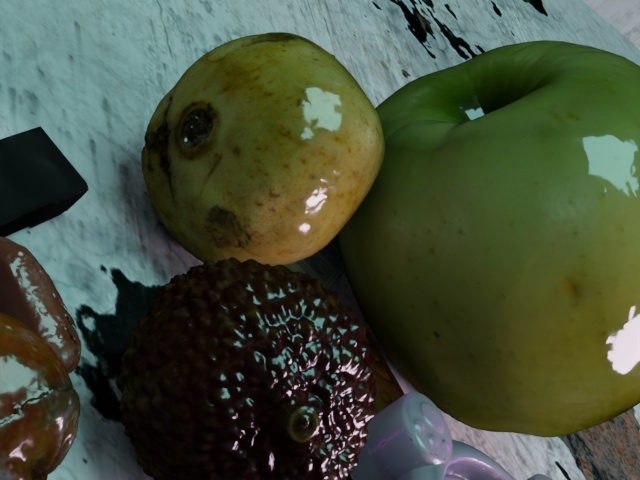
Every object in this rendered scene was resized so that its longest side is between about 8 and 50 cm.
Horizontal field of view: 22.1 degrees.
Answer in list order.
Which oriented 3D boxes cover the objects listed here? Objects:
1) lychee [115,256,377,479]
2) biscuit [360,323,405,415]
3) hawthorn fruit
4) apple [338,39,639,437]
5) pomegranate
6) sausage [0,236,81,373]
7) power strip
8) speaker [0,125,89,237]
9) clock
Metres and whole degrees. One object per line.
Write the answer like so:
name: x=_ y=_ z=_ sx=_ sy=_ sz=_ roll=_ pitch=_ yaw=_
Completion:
lychee: x=-0.067 y=0.127 z=1.436 sx=0.236 sy=0.236 sz=0.271 roll=40 pitch=-1 yaw=-22
biscuit: x=0.020 y=0.144 z=1.784 sx=0.215 sy=0.034 sz=0.182 roll=9 pitch=46 yaw=-56
hawthorn fruit: x=-0.263 y=0.126 z=1.162 sx=0.173 sy=0.173 sz=0.173 roll=39 pitch=26 yaw=-24
apple: x=0.246 y=0.001 z=1.888 sx=0.473 sy=0.473 sz=0.474 roll=39 pitch=26 yaw=-24
pomegranate: x=-0.058 y=-0.090 z=1.714 sx=0.260 sy=0.260 sz=0.260 roll=39 pitch=26 yaw=-24
sausage: x=-0.253 y=0.063 z=1.377 sx=0.141 sy=0.076 sz=0.076 roll=57 pitch=24 yaw=17
power strip: x=0.000 y=0.000 z=1.957 sx=0.092 sy=0.034 sz=0.268 roll=48 pitch=24 yaw=-3
speaker: x=-0.297 y=-0.043 z=1.488 sx=0.082 sy=0.044 sz=0.218 roll=51 pitch=24 yaw=1
clock: x=0.160 y=0.338 z=1.653 sx=0.295 sy=0.113 sz=0.322 roll=35 pitch=29 yaw=-31
